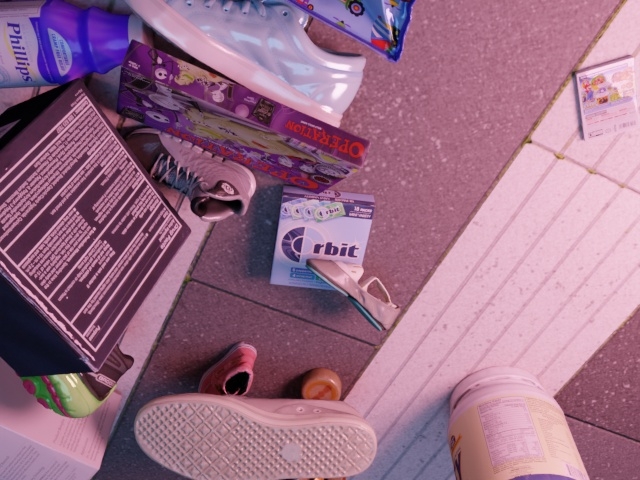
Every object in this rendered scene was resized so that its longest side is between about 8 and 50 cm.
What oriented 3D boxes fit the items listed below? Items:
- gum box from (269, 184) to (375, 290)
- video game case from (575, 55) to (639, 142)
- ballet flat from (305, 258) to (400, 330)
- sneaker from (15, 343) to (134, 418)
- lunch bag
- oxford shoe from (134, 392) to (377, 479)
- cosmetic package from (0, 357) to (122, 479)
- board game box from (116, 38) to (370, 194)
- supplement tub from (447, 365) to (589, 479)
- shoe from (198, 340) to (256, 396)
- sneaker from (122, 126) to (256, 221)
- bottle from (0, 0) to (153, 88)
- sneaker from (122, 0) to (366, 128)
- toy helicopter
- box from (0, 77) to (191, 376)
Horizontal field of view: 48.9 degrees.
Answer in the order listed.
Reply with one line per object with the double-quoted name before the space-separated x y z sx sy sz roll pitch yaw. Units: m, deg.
"gum box" 0.000 0.000 1.220 0.157 0.041 0.184 6 124 -6
"video game case" 0.450 -0.219 1.100 0.087 0.011 0.122 -15 123 10
"ballet flat" 0.061 0.077 1.221 0.213 0.072 0.068 42 84 -28
"sneaker" -0.461 0.061 1.193 0.185 0.202 0.483 0 113 37
"lunch bag" -0.026 -0.358 0.874 0.293 0.221 0.138 15 122 -11
"oxford shoe" -0.120 0.363 1.328 0.449 0.130 0.169 5 102 -7
"cosmetic package" -0.589 0.321 1.334 0.365 0.197 0.155 33 118 -19
"board game box" -0.121 -0.166 1.028 0.347 0.208 0.056 21 81 -14
"supplement tub" 0.371 0.424 1.338 0.235 0.325 0.235 -1 124 -1
"shoe" -0.188 0.280 1.379 0.063 0.081 0.178 32 118 -20
"sneaker" -0.211 -0.097 1.097 0.229 0.132 0.086 18 122 -13
"bottle" -0.384 -0.279 0.997 0.283 0.092 0.118 -2 126 0
"sneaker" -0.098 -0.299 0.981 0.366 0.135 0.150 27 103 -26
"toy helicopter" -0.041 0.418 1.470 0.235 0.140 0.355 12 112 2
"box" -0.384 -0.012 0.995 0.183 0.296 0.294 -11 126 32
